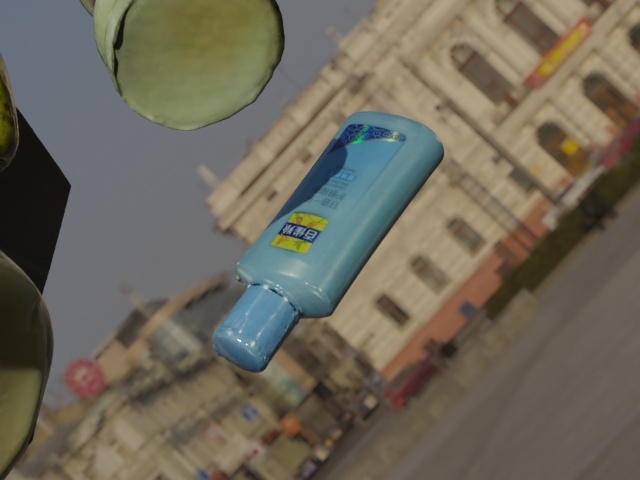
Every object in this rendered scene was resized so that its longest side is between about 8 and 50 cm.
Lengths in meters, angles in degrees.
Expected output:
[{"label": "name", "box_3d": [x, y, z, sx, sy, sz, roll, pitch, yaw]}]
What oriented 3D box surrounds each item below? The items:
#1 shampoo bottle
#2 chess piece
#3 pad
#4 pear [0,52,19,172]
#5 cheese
[{"label": "shampoo bottle", "box_3d": [0.000, 0.000, 1.283, 0.258, 0.103, 0.061, -54, -43, -25]}, {"label": "chess piece", "box_3d": [-0.129, -0.197, 1.140, 0.133, 0.243, 0.133, -14, -52, -18]}, {"label": "pad", "box_3d": [-0.383, -0.050, 1.964, 0.004, 0.164, 0.243, -16, 40, 18]}, {"label": "pear", "box_3d": [-0.459, -0.168, 1.732, 0.212, 0.269, 0.212, -45, -4, -4]}, {"label": "cheese", "box_3d": [-0.319, 0.118, 1.167, 0.233, 0.127, 0.266, -11, -58, -63]}]
